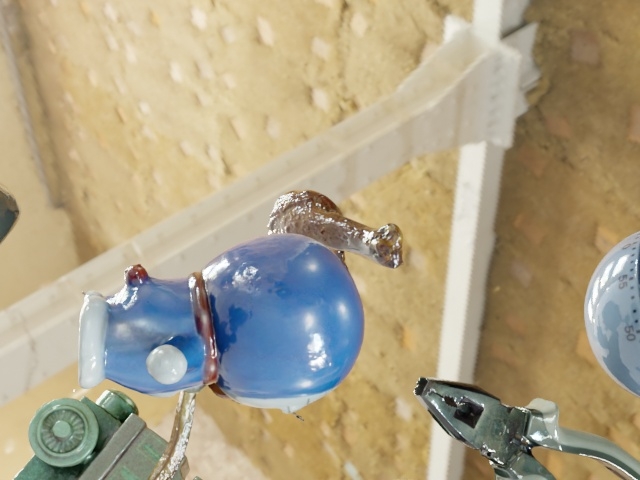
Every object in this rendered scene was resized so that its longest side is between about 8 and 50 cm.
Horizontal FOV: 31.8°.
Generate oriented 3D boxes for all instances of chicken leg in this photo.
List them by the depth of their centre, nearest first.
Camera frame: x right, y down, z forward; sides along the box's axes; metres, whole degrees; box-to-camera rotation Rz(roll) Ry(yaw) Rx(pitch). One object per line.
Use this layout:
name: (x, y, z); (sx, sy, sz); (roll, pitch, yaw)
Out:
chicken leg: (0.000, 0.000, 1.594); (0.158, 0.096, 0.407); (41, -15, -12)

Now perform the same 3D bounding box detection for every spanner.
spanner: (0.207, 0.201, 1.010); (0.324, 0.096, 0.040); (32, -12, -25)

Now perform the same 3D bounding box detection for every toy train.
toy train: (-0.294, 0.333, 1.345); (0.221, 0.304, 0.150); (36, -18, 9)

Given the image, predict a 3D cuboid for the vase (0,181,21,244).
vase: (-0.341, 0.060, 0.675); (0.173, 0.321, 0.173); (34, -5, 3)

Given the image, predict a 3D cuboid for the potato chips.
potato chips: (-0.152, 0.175, 1.232); (0.026, 0.037, 0.204); (26, -77, 57)

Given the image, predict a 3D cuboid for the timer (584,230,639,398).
timer: (0.349, 0.042, 0.951); (0.175, 0.255, 0.175); (58, 14, -24)

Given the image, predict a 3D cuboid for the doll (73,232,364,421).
doll: (-0.088, 0.084, 0.982); (0.215, 0.256, 0.161); (-123, -153, -73)
